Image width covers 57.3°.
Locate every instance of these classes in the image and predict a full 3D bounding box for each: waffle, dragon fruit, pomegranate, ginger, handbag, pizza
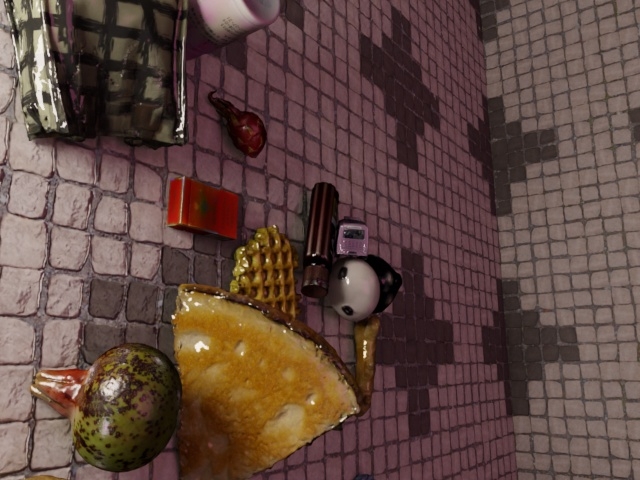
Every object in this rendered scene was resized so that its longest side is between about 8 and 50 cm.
[{"bbox_3d":[-0.120,0.102,1.477,0.291,0.051,0.291,13,73,-52],"label":"waffle"},{"bbox_3d":[-0.196,-0.291,1.427,0.190,0.094,0.094,55,41,-18],"label":"dragon fruit"},{"bbox_3d":[-0.363,0.270,0.998,0.248,0.214,0.214,19,61,-11],"label":"pomegranate"},{"bbox_3d":[0.131,0.371,1.740,0.065,0.118,0.298,9,77,-15],"label":"ginger"},{"bbox_3d":[-0.401,-0.343,1.096,0.325,0.163,0.327,-7,96,-52],"label":"handbag"},{"bbox_3d":[-0.108,0.298,1.221,0.080,0.392,0.434,-164,-109,-87],"label":"pizza"}]

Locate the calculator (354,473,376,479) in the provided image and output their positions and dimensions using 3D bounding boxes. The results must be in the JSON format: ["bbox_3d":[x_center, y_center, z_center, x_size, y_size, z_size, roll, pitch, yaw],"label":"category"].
[{"bbox_3d":[0.132,0.783,1.688,0.121,0.039,0.210,-11,92,-54],"label":"calculator"}]

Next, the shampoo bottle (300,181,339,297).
[{"bbox_3d":[0.000,0.000,1.599,0.129,0.084,0.323,83,11,-54],"label":"shampoo bottle"}]

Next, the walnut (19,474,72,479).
[{"bbox_3d":[-0.395,0.467,0.854,0.257,0.257,0.224,43,17,-41],"label":"walnut"}]

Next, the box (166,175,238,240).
[{"bbox_3d":[-0.262,-0.068,1.315,0.175,0.048,0.112,19,68,-52],"label":"box"}]

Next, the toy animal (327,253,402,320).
[{"bbox_3d":[0.111,0.135,1.701,0.235,0.165,0.187,-10,86,-53],"label":"toy animal"}]

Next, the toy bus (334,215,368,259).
[{"bbox_3d":[0.087,-0.008,1.665,0.199,0.096,0.108,-89,-177,-83],"label":"toy bus"}]

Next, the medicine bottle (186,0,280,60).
[{"bbox_3d":[-0.231,-0.503,1.280,0.152,0.254,0.152,17,69,-52],"label":"medicine bottle"}]
